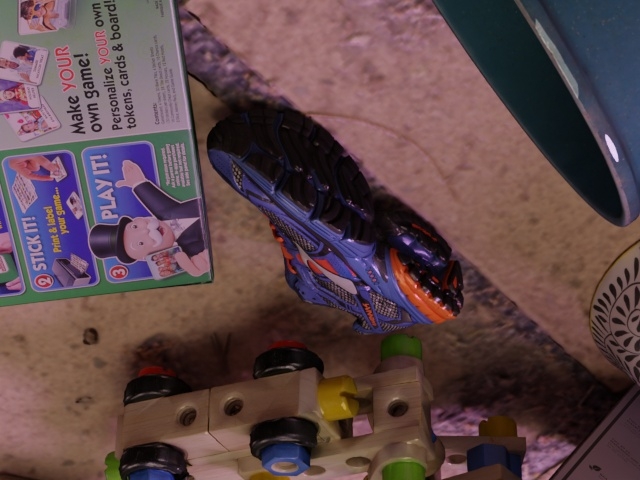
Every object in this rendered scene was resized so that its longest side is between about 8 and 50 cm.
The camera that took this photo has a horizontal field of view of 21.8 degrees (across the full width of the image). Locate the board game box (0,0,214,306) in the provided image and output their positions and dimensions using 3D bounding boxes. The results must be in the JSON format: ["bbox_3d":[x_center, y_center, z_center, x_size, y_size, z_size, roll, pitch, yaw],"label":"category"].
[{"bbox_3d":[-0.186,-0.091,1.000,0.213,0.046,0.317,-6,132,-2],"label":"board game box"}]

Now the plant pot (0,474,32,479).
[{"bbox_3d":[-0.221,0.240,1.250,0.109,0.109,0.096,16,114,-21],"label":"plant pot"}]

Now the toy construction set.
[{"bbox_3d":[-0.026,0.172,1.194,0.327,0.151,0.215,-25,142,11],"label":"toy construction set"}]

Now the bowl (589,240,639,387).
[{"bbox_3d":[0.283,0.069,1.183,0.170,0.080,0.170,-4,130,-5],"label":"bowl"}]

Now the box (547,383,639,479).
[{"bbox_3d":[0.214,0.229,1.150,0.169,0.290,0.087,41,123,10],"label":"box"}]

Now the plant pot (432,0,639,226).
[{"bbox_3d":[0.180,-0.190,0.841,0.255,0.271,0.272,-35,128,2],"label":"plant pot"}]

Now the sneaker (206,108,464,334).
[{"bbox_3d":[0.000,0.000,1.086,0.087,0.083,0.221,-30,125,28],"label":"sneaker"}]
